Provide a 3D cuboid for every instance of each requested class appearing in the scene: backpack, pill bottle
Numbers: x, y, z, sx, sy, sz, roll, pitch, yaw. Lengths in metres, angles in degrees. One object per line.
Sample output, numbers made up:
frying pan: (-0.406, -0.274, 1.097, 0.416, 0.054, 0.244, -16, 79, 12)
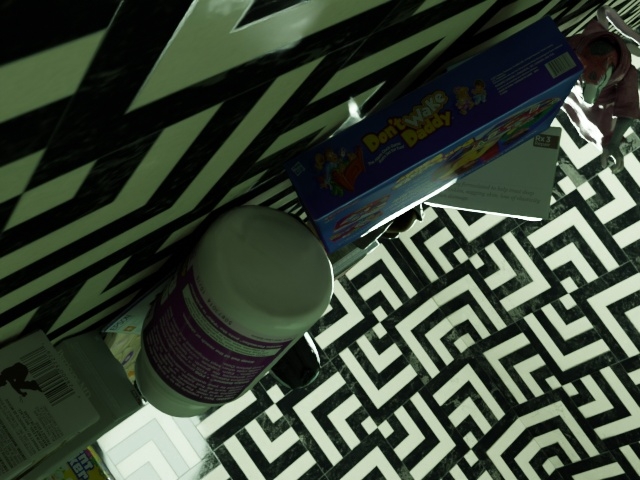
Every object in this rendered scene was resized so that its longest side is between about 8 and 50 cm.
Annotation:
backpack: (-0.074, 0.259, 2.191, 0.152, 0.182, 0.115, -37, 176, 0)
pill bottle: (-0.123, 0.102, 1.161, 0.169, 0.169, 0.301, -32, 168, -45)

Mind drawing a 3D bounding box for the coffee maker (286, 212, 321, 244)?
coffee maker: (-0.072, 0.029, 1.497, 0.171, 0.120, 0.178, -61, -169, -29)

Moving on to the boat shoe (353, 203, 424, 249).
boat shoe: (0.117, -0.064, 1.731, 0.132, 0.130, 0.355, -38, 175, 36)

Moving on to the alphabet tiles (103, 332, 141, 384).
alphabet tiles: (-0.338, 0.226, 1.418, 0.284, 0.021, 0.278, -57, 171, 18)

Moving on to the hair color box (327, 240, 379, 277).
hair color box: (-0.004, 0.054, 2.251, 0.185, 0.114, 0.374, -35, 175, -15)

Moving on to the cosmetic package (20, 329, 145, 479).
cosmetic package: (-0.359, 0.233, 1.201, 0.238, 0.127, 0.107, -38, 175, 13)

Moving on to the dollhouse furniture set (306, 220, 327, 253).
dollhouse furniture set: (-0.134, 0.134, 1.759, 0.374, 0.152, 0.201, -33, 176, -34)

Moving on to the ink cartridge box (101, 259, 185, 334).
ink cartridge box: (-0.158, 0.074, 1.314, 0.223, 0.045, 0.224, -37, 145, 30)

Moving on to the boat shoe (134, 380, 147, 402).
boat shoe: (-0.325, 0.269, 1.980, 0.121, 0.119, 0.335, -39, 175, 41)

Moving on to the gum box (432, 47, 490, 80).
gum box: (0.177, -0.198, 1.294, 0.184, 0.041, 0.157, -32, 174, -48)

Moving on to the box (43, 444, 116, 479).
box: (-0.515, 0.489, 1.709, 0.279, 0.290, 0.177, -34, 176, -15)

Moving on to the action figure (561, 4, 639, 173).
action figure: (0.490, -0.278, 1.595, 0.276, 0.248, 0.370, -48, 168, 6)

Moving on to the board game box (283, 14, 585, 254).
board game box: (0.134, -0.117, 1.153, 0.347, 0.078, 0.233, -30, 169, -2)

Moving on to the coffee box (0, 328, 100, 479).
coffee box: (-0.378, 0.217, 0.874, 0.168, 0.119, 0.297, -37, 176, 35)

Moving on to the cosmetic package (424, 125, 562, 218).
cosmetic package: (0.294, -0.122, 1.641, 0.217, 0.156, 0.385, 8, -176, 11)
